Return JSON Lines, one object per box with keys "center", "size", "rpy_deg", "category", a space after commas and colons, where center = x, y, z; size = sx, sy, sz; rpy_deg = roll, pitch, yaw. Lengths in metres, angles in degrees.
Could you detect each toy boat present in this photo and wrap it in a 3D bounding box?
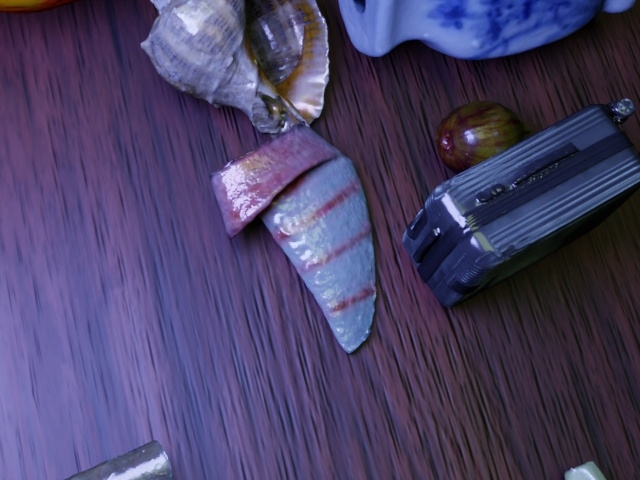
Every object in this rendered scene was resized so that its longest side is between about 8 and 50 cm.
{"center": [0.000, 0.000, 1.277], "size": [0.206, 0.096, 0.282], "rpy_deg": [-30, 86, -30], "category": "toy boat"}

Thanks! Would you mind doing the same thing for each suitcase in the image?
{"center": [0.264, -0.045, 1.264], "size": [0.312, 0.202, 0.128], "rpy_deg": [-27, 76, -18], "category": "suitcase"}

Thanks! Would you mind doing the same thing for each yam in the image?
{"center": [-0.248, 0.287, 1.133], "size": [0.169, 0.068, 0.068], "rpy_deg": [-21, 75, -12], "category": "yam"}

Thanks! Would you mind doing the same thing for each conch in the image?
{"center": [-0.119, -0.257, 1.311], "size": [0.210, 0.159, 0.291], "rpy_deg": [-56, 129, -28], "category": "conch"}

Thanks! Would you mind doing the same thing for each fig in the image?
{"center": [0.229, -0.139, 1.350], "size": [0.155, 0.103, 0.109], "rpy_deg": [-10, 48, -27], "category": "fig"}

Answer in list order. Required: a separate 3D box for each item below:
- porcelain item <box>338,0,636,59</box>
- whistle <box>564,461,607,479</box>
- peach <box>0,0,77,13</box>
{"center": [0.237, -0.366, 1.360], "size": [0.405, 0.242, 0.178], "rpy_deg": [-11, 47, -15], "category": "porcelain item"}
{"center": [0.369, 0.410, 1.172], "size": [0.141, 0.141, 0.294], "rpy_deg": [-3, 53, -10], "category": "whistle"}
{"center": [-0.348, -0.447, 1.253], "size": [0.373, 0.289, 0.372], "rpy_deg": [-8, 31, 5], "category": "peach"}
